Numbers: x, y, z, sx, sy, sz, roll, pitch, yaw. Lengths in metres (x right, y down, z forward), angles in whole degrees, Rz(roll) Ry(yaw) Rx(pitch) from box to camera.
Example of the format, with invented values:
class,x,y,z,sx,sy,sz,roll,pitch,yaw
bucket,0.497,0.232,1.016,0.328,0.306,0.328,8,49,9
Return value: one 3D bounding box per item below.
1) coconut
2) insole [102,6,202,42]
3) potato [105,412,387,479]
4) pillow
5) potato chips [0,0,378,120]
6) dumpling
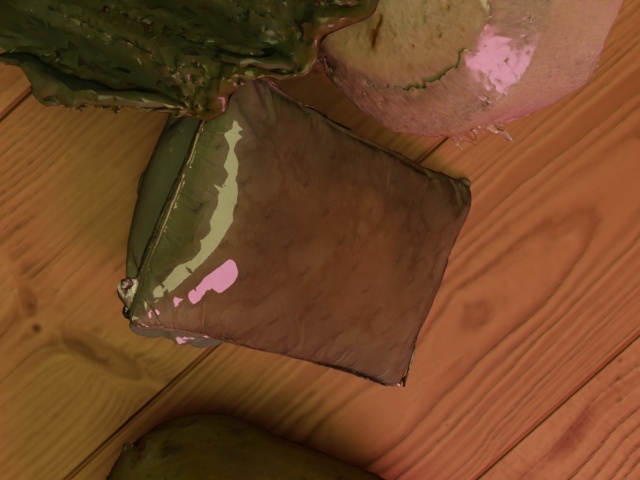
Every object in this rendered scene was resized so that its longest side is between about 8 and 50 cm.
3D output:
class,x,y,z,sx,sy,sz,roll,pitch,yaw
coconut,0.110,-0.180,0.706,0.234,0.224,0.224,-2,106,-51
insole,-0.205,-0.194,0.760,0.248,0.011,0.081,8,101,-9
potato,-0.033,0.257,0.792,0.307,0.173,0.210,16,97,-7
pillow,0.000,0.000,0.724,0.302,0.075,0.185,21,90,-47
potato chips,-0.139,-0.265,0.636,0.429,0.070,0.358,24,87,17
dumpling,-0.079,-0.024,0.777,0.105,0.149,0.216,11,96,29
